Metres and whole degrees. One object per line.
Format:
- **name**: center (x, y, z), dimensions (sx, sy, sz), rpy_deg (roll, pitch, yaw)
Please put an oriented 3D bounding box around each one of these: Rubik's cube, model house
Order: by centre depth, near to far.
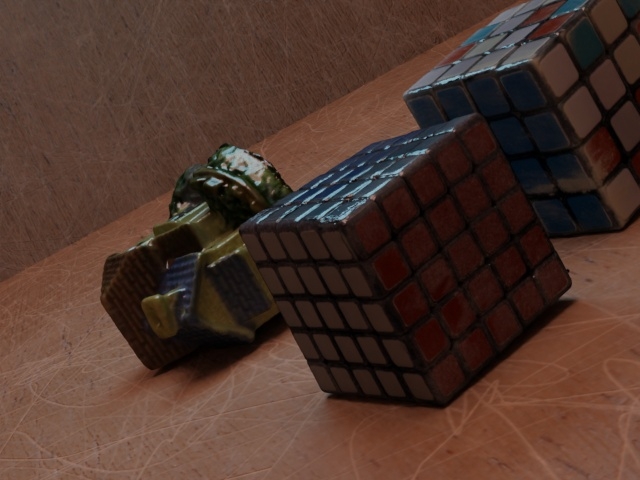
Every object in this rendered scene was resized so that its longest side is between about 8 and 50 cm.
- **Rubik's cube**: center (0.091, 0.024, 1.338), dimensions (0.237, 0.238, 0.237), rpy_deg (-36, 14, -30)
- **Rubik's cube**: center (0.315, -0.174, 1.572), dimensions (0.253, 0.256, 0.259), rpy_deg (-43, 18, -31)
- **model house**: center (-0.188, 0.036, 1.788), dimensions (0.266, 0.261, 0.321), rpy_deg (-37, 12, -29)
